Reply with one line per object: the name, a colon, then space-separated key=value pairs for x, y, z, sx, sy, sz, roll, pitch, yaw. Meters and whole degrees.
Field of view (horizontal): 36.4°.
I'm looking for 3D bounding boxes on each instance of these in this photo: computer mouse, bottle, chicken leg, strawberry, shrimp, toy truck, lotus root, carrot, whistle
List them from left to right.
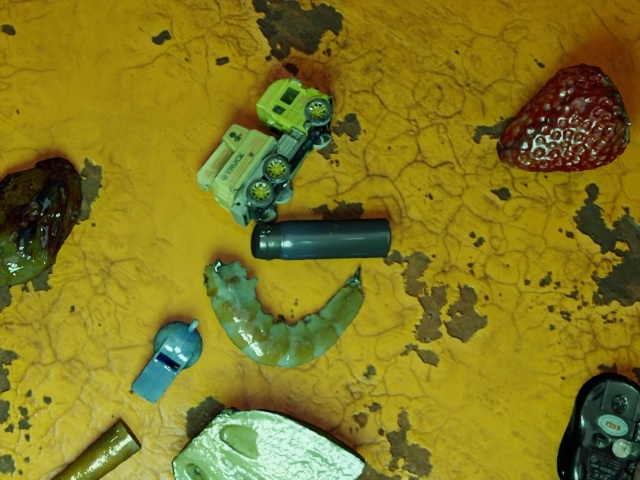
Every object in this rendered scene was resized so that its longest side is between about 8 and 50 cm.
chicken leg: x=-0.525 y=-0.015 z=1.635 sx=0.177 sy=0.083 sz=0.322 roll=23 pitch=70 yaw=6
carrot: x=-0.388 y=0.373 z=1.560 sx=0.210 sy=0.061 sz=0.061 roll=-36 pitch=83 yaw=-12
whistle: x=-0.249 y=0.190 z=1.629 sx=0.090 sy=0.090 sz=0.158 roll=39 pitch=110 yaw=2
lotus root: x=-0.105 y=0.391 z=1.559 sx=0.260 sy=0.149 sz=0.267 roll=32 pitch=89 yaw=4
toy truck: x=-0.097 y=-0.162 z=1.728 sx=0.157 sy=0.124 sz=0.272 roll=31 pitch=74 yaw=10
shrimp: x=-0.058 y=0.127 z=1.678 sx=0.287 sy=0.068 sz=0.185 roll=1 pitch=76 yaw=-12
bottle: x=0.000 y=0.000 z=1.722 sx=0.244 sy=0.082 sz=0.072 roll=-1 pitch=48 yaw=-13
strawberry: x=0.445 y=-0.211 z=1.814 sx=0.244 sy=0.205 sz=0.205 roll=-22 pitch=79 yaw=6
computer mouse: x=0.490 y=0.347 z=1.701 sx=0.137 sy=0.096 sz=0.233 roll=22 pitch=76 yaw=2
